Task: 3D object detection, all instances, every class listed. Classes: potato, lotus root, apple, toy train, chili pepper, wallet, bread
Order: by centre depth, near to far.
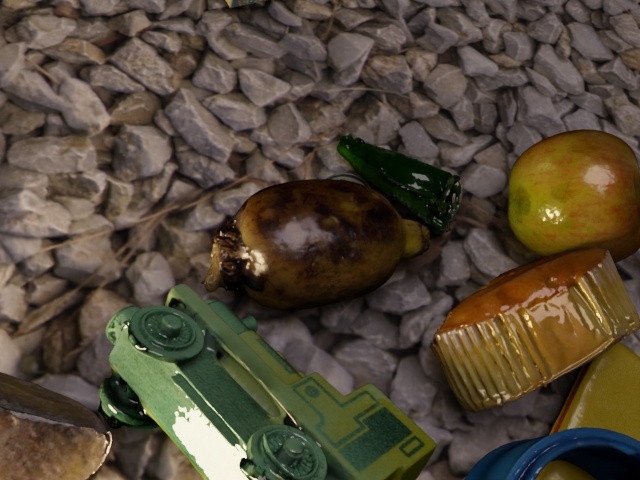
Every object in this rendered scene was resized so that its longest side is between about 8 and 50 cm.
[{"bbox_3d":[-0.371,0.211,0.782,0.261,0.100,0.120,20,98,-13],"label":"potato"},{"bbox_3d":[-0.079,0.184,0.787,0.369,0.150,0.237,41,33,26],"label":"toy train"},{"bbox_3d":[0.259,0.102,0.866,0.250,0.179,0.133,-27,86,-1],"label":"bread"},{"bbox_3d":[0.355,0.255,0.874,0.141,0.067,0.241,34,65,5],"label":"wallet"},{"bbox_3d":[0.000,0.000,0.913,0.314,0.141,0.169,-8,66,-15],"label":"lotus root"},{"bbox_3d":[0.355,-0.056,0.975,0.196,0.196,0.196,4,60,-7],"label":"apple"},{"bbox_3d":[0.117,-0.094,1.035,0.216,0.062,0.108,38,44,15],"label":"chili pepper"}]

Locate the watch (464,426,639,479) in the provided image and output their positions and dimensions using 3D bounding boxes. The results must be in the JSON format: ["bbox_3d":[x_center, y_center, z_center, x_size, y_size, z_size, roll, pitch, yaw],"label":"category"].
[{"bbox_3d":[0.266,0.351,0.693,0.275,0.241,0.305,-29,78,-21],"label":"watch"}]

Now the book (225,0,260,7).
[{"bbox_3d":[-0.024,-0.582,1.302,0.428,0.039,0.300,-19,65,-19],"label":"book"}]

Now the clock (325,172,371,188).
[{"bbox_3d":[0.037,-0.062,1.026,0.085,0.017,0.085,4,60,-7],"label":"clock"}]
